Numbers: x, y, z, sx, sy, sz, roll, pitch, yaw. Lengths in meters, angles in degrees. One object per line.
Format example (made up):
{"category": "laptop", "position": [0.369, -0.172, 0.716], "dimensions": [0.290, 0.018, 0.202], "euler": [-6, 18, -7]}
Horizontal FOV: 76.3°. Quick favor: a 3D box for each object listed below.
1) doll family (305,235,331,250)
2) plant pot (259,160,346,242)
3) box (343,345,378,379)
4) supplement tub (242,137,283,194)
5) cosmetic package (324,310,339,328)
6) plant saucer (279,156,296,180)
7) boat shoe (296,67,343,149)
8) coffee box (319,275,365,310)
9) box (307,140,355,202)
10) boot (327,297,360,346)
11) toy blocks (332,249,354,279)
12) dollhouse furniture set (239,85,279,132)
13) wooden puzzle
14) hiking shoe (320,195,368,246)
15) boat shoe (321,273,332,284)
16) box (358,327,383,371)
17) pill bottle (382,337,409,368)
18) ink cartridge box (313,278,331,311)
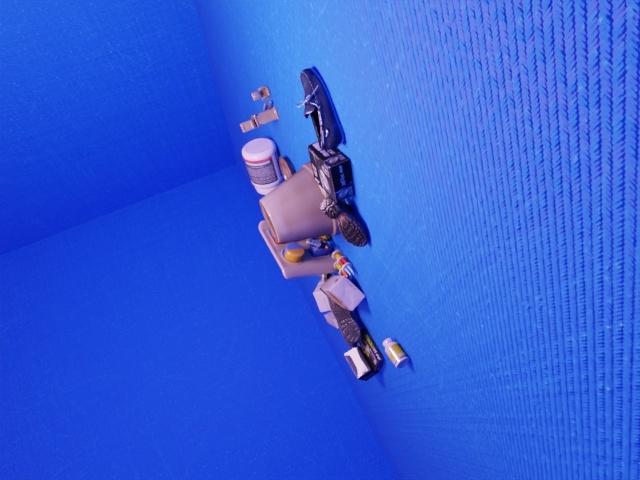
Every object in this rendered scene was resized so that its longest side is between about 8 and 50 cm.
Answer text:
{"category": "doll family", "position": [0.000, 0.000, 1.920], "dimensions": [0.193, 0.112, 0.076], "euler": [-65, -2, -51]}
{"category": "plant pot", "position": [-0.081, -0.128, 1.643], "dimensions": [0.323, 0.281, 0.323], "euler": [61, 168, 22]}
{"category": "box", "position": [0.222, 0.666, 2.209], "dimensions": [0.156, 0.093, 0.158], "euler": [58, -172, 31]}
{"category": "supplement tub", "position": [-0.314, -0.413, 2.276], "dimensions": [0.191, 0.191, 0.272], "euler": [54, 163, 43]}
{"category": "cosmetic package", "position": [0.102, 0.462, 2.428], "dimensions": [0.060, 0.099, 0.239], "euler": [64, 168, -3]}
{"category": "plant saucer", "position": [-0.160, -0.348, 2.117], "dimensions": [0.198, 0.036, 0.198], "euler": [59, 167, 23]}
{"category": "boat shoe", "position": [-0.011, -0.407, 1.261], "dimensions": [0.258, 0.089, 0.109], "euler": [65, 168, 2]}
{"category": "coffee box", "position": [0.098, 0.244, 1.927], "dimensions": [0.141, 0.098, 0.246], "euler": [44, 169, -4]}
{"category": "box", "position": [0.035, -0.243, 1.405], "dimensions": [0.180, 0.078, 0.147], "euler": [53, 163, 44]}
{"category": "boot", "position": [0.114, 0.391, 2.141], "dimensions": [0.222, 0.118, 0.337], "euler": [86, 171, -72]}
{"category": "toy blocks", "position": [0.112, 0.129, 1.849], "dimensions": [0.148, 0.054, 0.123], "euler": [52, 161, 45]}
{"category": "dollhouse furniture set", "position": [-0.313, -0.613, 1.908], "dimensions": [0.160, 0.182, 0.101], "euler": [69, 167, -18]}
{"category": "wooden puzzle", "position": [-0.093, 0.014, 1.974], "dimensions": [0.347, 0.322, 0.080], "euler": [60, 138, 32]}
{"category": "hiking shoe", "position": [0.101, -0.081, 1.469], "dimensions": [0.227, 0.086, 0.114], "euler": [50, -147, -10]}
{"category": "boat shoe", "position": [0.076, 0.250, 2.193], "dimensions": [0.074, 0.080, 0.223], "euler": [-4, 126, 30]}
{"category": "box", "position": [0.256, 0.564, 2.099], "dimensions": [0.190, 0.045, 0.184], "euler": [85, 160, -59]}
{"category": "pill bottle", "position": [0.302, 0.452, 1.646], "dimensions": [0.116, 0.065, 0.065], "euler": [54, 163, 42]}
{"category": "ink cartridge box", "position": [0.031, 0.300, 2.279], "dimensions": [0.175, 0.073, 0.127], "euler": [-55, -52, -64]}
